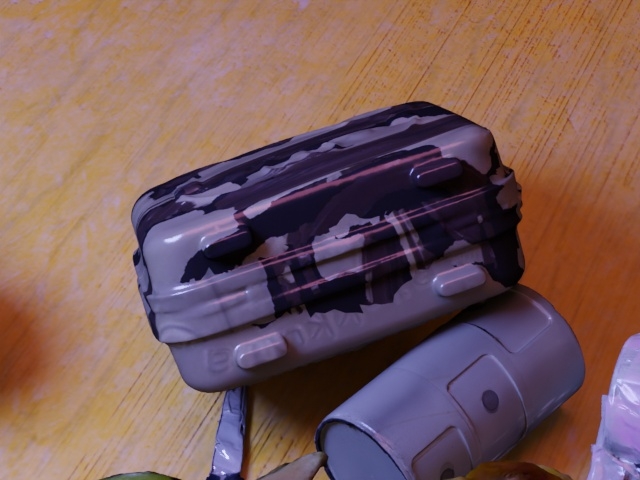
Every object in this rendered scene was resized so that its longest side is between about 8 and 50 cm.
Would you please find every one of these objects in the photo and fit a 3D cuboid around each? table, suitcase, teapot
[{"bbox_3d":[0.115,0.146,1.511,0.126,0.126,0.220,33,54,32],"label":"table"},{"bbox_3d":[0.000,0.000,1.603,0.352,0.194,0.339,-19,14,-7],"label":"suitcase"},{"bbox_3d":[0.325,0.177,1.474,0.178,0.221,0.163,9,6,26],"label":"teapot"}]

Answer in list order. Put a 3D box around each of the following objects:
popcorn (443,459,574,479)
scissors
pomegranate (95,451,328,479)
[{"bbox_3d":[0.139,0.276,1.348,0.218,0.169,0.189,-37,46,-17],"label":"popcorn"},{"bbox_3d":[-0.084,0.202,1.542,0.109,0.022,0.300,4,44,3],"label":"scissors"},{"bbox_3d":[-0.121,0.280,1.350,0.231,0.231,0.286,31,26,31],"label":"pomegranate"}]
